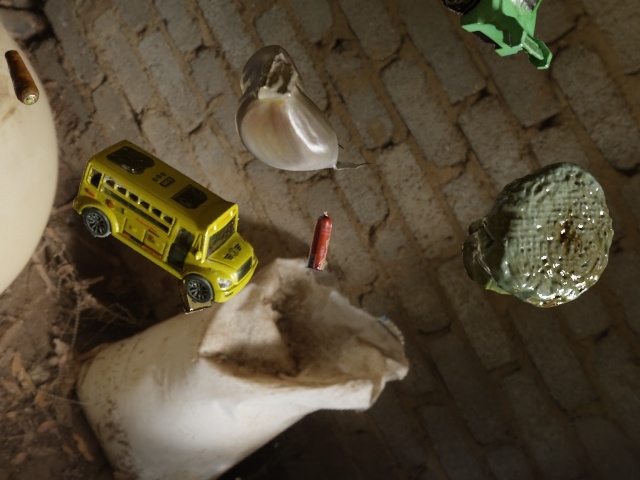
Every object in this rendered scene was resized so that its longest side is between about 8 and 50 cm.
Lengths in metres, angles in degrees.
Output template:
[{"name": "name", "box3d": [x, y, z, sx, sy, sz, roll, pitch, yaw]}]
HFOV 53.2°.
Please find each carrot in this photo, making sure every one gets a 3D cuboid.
[{"name": "carrot", "box3d": [-0.430, -0.233, 0.918, 0.032, 0.032, 0.093, 7, 49, -59]}]

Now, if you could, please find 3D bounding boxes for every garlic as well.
[{"name": "garlic", "box3d": [-0.061, -0.304, 1.516, 0.340, 0.246, 0.231, 36, 50, -38]}]

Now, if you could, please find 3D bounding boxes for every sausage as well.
[{"name": "sausage", "box3d": [0.000, 0.000, 1.523, 0.050, 0.048, 0.145, 15, 86, -68]}]

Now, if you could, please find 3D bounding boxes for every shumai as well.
[{"name": "shumai", "box3d": [0.431, -0.008, 1.381, 0.310, 0.263, 0.303, 22, 78, -21]}]

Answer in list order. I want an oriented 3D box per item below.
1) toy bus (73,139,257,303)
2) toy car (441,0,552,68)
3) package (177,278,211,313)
[{"name": "toy bus", "box3d": [-0.261, -0.036, 1.139, 0.330, 0.152, 0.144, 32, 35, 6]}, {"name": "toy car", "box3d": [0.384, -0.540, 1.329, 0.214, 0.177, 0.358, 13, 83, -46]}, {"name": "package", "box3d": [-0.352, 0.133, 1.766, 0.071, 0.047, 0.131, -15, 90, -40]}]
